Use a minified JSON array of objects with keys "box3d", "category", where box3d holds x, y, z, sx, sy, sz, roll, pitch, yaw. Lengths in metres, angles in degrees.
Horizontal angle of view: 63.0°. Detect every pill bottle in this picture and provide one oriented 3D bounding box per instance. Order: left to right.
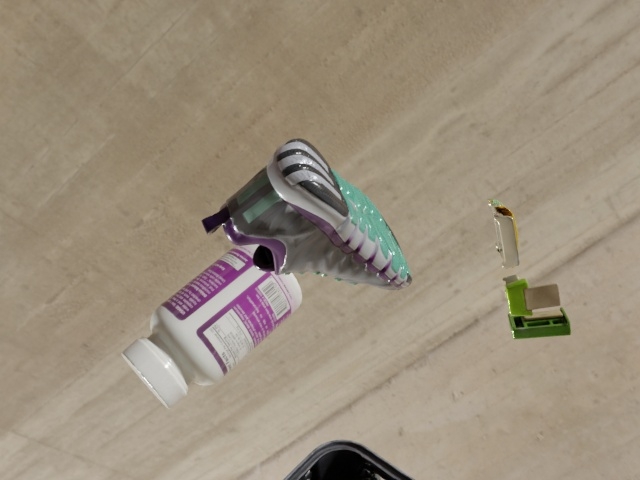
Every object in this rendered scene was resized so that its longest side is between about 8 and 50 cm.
[{"box3d":[-0.191,0.147,0.933,0.301,0.169,0.169,-40,-151,-25],"category":"pill bottle"}]

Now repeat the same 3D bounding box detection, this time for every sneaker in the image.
[{"box3d":[0.000,0.000,0.449,0.098,0.223,0.083,-31,-127,16],"category":"sneaker"}]

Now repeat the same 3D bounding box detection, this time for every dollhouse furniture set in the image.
[{"box3d":[0.216,0.027,0.539,0.058,0.152,0.076,-10,-167,15],"category":"dollhouse furniture set"}]

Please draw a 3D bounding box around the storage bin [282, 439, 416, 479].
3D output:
[{"box3d":[-0.002,0.198,0.232,0.122,0.085,0.180,21,-141,37],"category":"storage bin"}]
